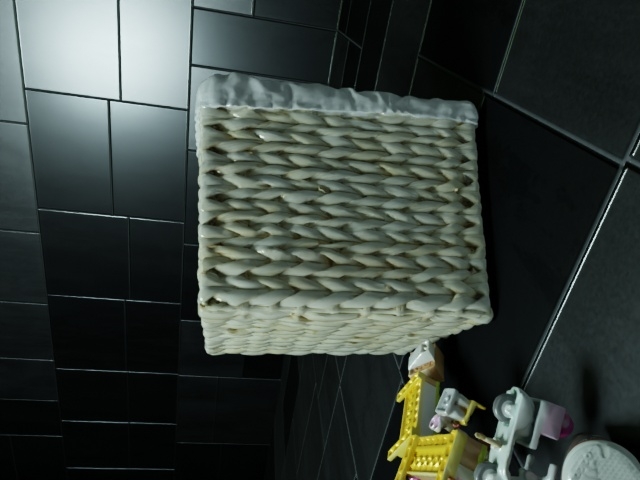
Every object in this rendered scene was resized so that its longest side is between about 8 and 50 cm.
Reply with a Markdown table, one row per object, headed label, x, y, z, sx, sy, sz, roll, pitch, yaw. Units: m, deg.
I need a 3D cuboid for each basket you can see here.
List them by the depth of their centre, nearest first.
| label | x | y | z | sx | sy | sz | roll | pitch | yaw |
| --- | --- | --- | --- | --- | --- | --- | --- | --- | --- |
| basket | 0.000 | 0.000 | 0.652 | 0.328 | 0.331 | 0.266 | 118 | 154 | -67 |

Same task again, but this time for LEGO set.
| label | x | y | z | sx | sy | sz | roll | pitch | yaw |
| --- | --- | --- | --- | --- | --- | --- | --- | --- | --- |
| LEGO set | 0.144 | 0.191 | 0.479 | 0.132 | 0.107 | 0.287 | -60 | 0 | -5 |

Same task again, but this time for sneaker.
| label | x | y | z | sx | sy | sz | roll | pitch | yaw |
| --- | --- | --- | --- | --- | --- | --- | --- | --- | --- |
| sneaker | 0.182 | 0.204 | 0.324 | 0.065 | 0.061 | 0.158 | 10 | -94 | -73 |
